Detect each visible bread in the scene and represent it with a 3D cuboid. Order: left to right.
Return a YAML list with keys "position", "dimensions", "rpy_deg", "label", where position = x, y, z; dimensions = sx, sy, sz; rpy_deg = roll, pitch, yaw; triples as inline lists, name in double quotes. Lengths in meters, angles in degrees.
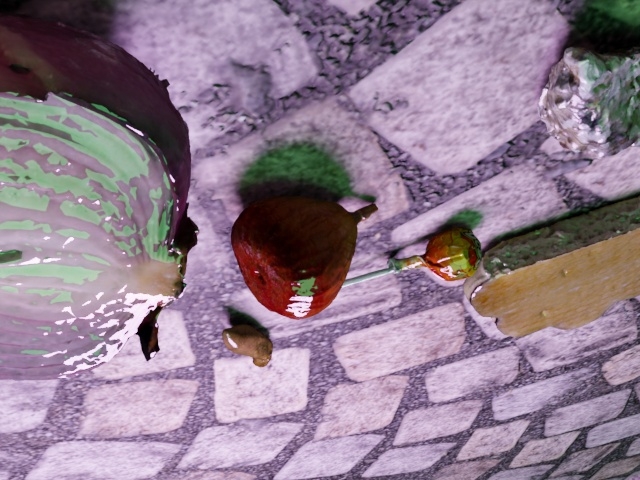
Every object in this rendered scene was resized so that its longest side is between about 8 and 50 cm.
- position: [0.314, 0.042, 0.959]
  dimensions: [0.286, 0.056, 0.207]
  rpy_deg: [-16, 144, 0]
  label: "bread"

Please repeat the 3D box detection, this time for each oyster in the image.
- position: [0.261, -0.124, 0.693]
  dimensions: [0.177, 0.064, 0.125]
  rpy_deg: [1, 139, -27]
  label: "oyster"

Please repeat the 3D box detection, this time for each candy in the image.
- position: [0.082, 0.034, 0.867]
  dimensions: [0.201, 0.060, 0.060]
  rpy_deg: [-15, 147, 12]
  label: "candy"

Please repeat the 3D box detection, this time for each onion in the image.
- position: [-0.258, -0.047, 0.507]
  dimensions: [0.348, 0.159, 0.267]
  rpy_deg: [12, 127, -25]
  label: "onion"

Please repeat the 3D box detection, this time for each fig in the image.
- position: [-0.004, 0.010, 0.728]
  dimensions: [0.153, 0.119, 0.119]
  rpy_deg: [-13, 147, -8]
  label: "fig"

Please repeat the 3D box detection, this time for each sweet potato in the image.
- position: [-0.084, 0.127, 0.938]
  dimensions: [0.041, 0.038, 0.153]
  rpy_deg: [1, 158, 14]
  label: "sweet potato"
